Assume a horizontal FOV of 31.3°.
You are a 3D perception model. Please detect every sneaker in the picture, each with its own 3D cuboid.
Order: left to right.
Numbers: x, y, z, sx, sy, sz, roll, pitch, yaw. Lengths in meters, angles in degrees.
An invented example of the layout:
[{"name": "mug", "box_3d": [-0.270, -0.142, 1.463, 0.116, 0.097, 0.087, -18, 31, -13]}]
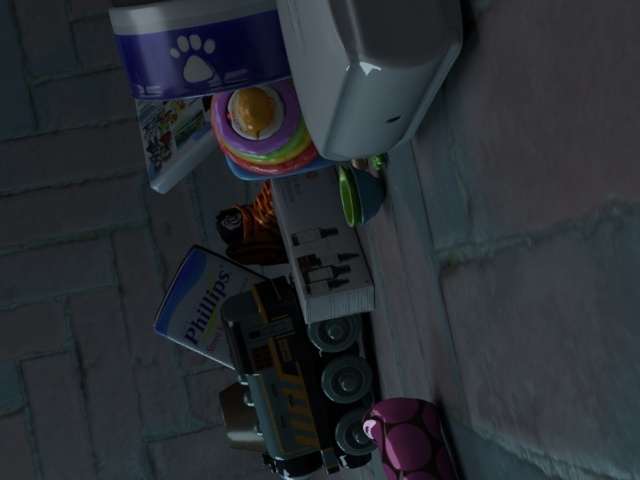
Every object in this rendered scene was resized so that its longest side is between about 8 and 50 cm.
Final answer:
[{"name": "sneaker", "box_3d": [-0.082, -0.051, 1.843, 0.321, 0.180, 0.124, 87, 169, -51]}]

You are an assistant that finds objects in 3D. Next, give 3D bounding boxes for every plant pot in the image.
[{"name": "plant pot", "box_3d": [-0.073, 0.320, 2.186, 0.215, 0.230, 0.215, 169, 90, -83]}]

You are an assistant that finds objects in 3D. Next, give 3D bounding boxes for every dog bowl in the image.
[{"name": "dog bowl", "box_3d": [-0.099, -0.241, 1.292, 0.265, 0.265, 0.104, -122, 20, -72]}]

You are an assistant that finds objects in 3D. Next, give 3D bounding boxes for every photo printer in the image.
[{"name": "photo printer", "box_3d": [0.025, -0.213, 0.971, 0.307, 0.107, 0.256, 113, 145, -78]}]

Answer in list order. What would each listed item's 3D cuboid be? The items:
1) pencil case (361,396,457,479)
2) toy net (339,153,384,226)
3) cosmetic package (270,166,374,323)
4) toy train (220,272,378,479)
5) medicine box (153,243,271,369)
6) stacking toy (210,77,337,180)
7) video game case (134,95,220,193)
[{"name": "pencil case", "box_3d": [0.105, 0.274, 1.206, 0.098, 0.095, 0.209, -42, 49, 41]}, {"name": "toy net", "box_3d": [0.030, -0.125, 1.349, 0.232, 0.045, 0.122, -108, 9, -48]}, {"name": "cosmetic package", "box_3d": [0.000, 0.000, 1.602, 0.060, 0.099, 0.239, 89, 167, -48]}, {"name": "toy train", "box_3d": [-0.025, 0.199, 1.674, 0.142, 0.190, 0.334, -117, 12, -68]}, {"name": "medicine box", "box_3d": [-0.114, 0.132, 1.878, 0.149, 0.289, 0.263, -65, 6, -2]}, {"name": "stacking toy", "box_3d": [-0.070, -0.156, 1.397, 0.302, 0.166, 0.175, -60, -40, -82]}, {"name": "video game case", "box_3d": [-0.172, -0.276, 1.838, 0.036, 0.329, 0.300, 31, -149, -41]}]
